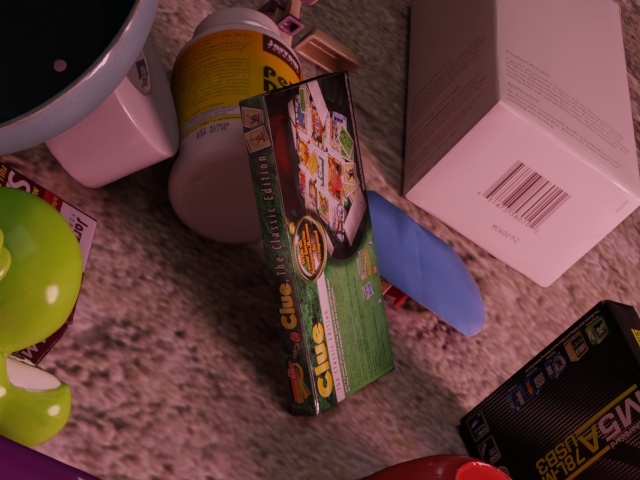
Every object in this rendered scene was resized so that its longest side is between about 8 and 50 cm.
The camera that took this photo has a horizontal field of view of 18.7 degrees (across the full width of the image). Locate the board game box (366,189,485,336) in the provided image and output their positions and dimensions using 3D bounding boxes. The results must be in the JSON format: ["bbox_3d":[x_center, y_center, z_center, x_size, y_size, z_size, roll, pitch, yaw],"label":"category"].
[{"bbox_3d":[0.078,0.028,1.774,0.169,0.033,0.133,35,27,-23],"label":"board game box"}]

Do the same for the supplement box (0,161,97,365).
[{"bbox_3d":[-0.283,-0.017,1.376,0.239,0.073,0.130,33,32,-19],"label":"supplement box"}]

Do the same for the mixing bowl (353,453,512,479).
[{"bbox_3d":[0.107,0.233,1.503,0.181,0.098,0.181,30,34,-23],"label":"mixing bowl"}]

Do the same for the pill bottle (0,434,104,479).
[{"bbox_3d":[-0.256,0.172,1.082,0.323,0.181,0.181,28,35,-24],"label":"pill bottle"}]

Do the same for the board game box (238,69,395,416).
[{"bbox_3d":[0.000,0.000,1.582,0.136,0.030,0.259,-24,108,-59],"label":"board game box"}]

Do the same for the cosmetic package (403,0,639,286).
[{"bbox_3d":[0.206,-0.153,2.010,0.197,0.155,0.365,33,33,-19],"label":"cosmetic package"}]

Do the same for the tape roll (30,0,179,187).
[{"bbox_3d":[-0.191,-0.154,1.546,0.219,0.072,0.219,-23,90,-81],"label":"tape roll"}]

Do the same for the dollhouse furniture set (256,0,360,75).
[{"bbox_3d":[-0.002,-0.183,1.893,0.114,0.091,0.081,30,49,-27],"label":"dollhouse furniture set"}]

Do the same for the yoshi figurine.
[{"bbox_3d":[-0.290,0.010,1.201,0.362,0.203,0.203,27,33,-40],"label":"yoshi figurine"}]

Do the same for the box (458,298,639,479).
[{"bbox_3d":[0.219,0.176,1.607,0.045,0.191,0.184,16,42,-41],"label":"box"}]

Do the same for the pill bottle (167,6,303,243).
[{"bbox_3d":[-0.071,-0.106,1.675,0.117,0.117,0.215,27,36,-25],"label":"pill bottle"}]

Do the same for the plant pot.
[{"bbox_3d":[-0.234,-0.177,1.337,0.290,0.290,0.195,54,-3,15],"label":"plant pot"}]
